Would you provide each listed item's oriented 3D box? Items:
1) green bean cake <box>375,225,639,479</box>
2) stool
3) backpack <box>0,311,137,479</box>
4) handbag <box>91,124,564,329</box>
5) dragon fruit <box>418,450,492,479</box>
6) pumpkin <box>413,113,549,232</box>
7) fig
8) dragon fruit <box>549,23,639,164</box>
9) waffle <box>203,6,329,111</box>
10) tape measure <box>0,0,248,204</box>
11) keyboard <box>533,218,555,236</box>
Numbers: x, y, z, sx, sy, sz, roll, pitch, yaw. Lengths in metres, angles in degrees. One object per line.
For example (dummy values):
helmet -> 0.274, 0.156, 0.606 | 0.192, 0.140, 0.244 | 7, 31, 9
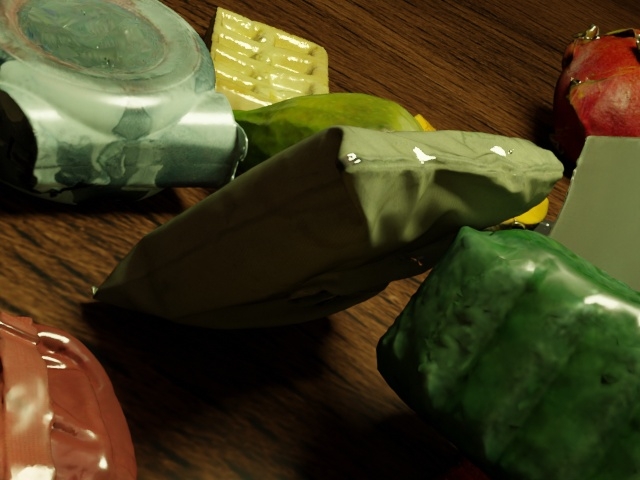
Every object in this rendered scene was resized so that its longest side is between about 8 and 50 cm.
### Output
green bean cake -> 0.228, 0.128, 0.701 | 0.308, 0.169, 0.300 | 38, 8, 28
stool -> 0.402, 0.022, 0.921 | 0.244, 0.170, 0.270 | 24, -1, -23
backpack -> -0.205, 0.122, 0.523 | 0.229, 0.138, 0.229 | 17, 34, -12
handbag -> 0.005, -0.001, 0.734 | 0.253, 0.316, 0.109 | -5, 73, -44
dragon fruit -> 0.099, 0.234, 0.606 | 0.123, 0.092, 0.192 | 12, 33, -19
pumpkin -> 0.154, -0.050, 1.060 | 0.184, 0.107, 0.119 | 28, 38, -8
fig -> -0.002, -0.071, 0.957 | 0.234, 0.167, 0.167 | -7, 18, 29
dragon fruit -> 0.454, -0.181, 1.349 | 0.250, 0.250, 0.315 | -19, 69, -48
waffle -> -0.070, -0.204, 1.184 | 0.168, 0.057, 0.274 | 17, 32, -13
tape measure -> -0.231, -0.142, 0.903 | 0.256, 0.147, 0.275 | -2, 44, -33
keyboard -> 0.297, 0.053, 1.087 | 0.106, 0.016, 0.262 | 14, 33, -15
